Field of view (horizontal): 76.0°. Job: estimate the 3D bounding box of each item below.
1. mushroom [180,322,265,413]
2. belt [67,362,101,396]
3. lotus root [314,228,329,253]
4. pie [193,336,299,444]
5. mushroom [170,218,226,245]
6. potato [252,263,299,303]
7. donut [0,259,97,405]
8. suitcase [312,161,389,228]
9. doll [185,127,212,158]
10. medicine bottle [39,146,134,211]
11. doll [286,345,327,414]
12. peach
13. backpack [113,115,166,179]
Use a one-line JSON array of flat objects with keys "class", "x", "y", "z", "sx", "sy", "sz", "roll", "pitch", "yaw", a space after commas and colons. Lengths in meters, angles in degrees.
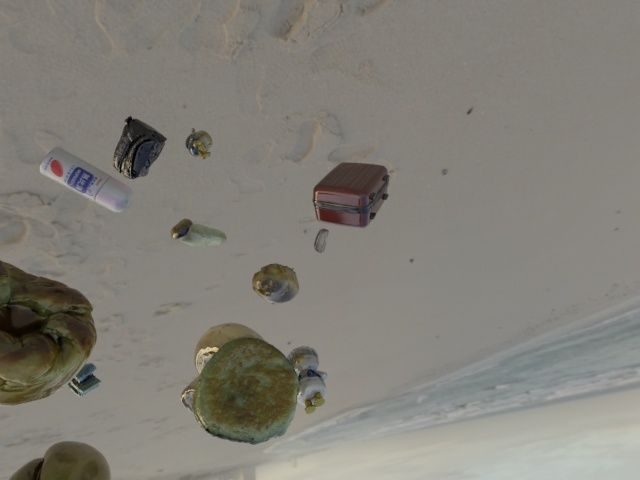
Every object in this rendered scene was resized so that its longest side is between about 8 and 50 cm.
[{"class": "mushroom", "x": -0.340, "y": 0.458, "z": 1.443, "sx": 0.315, "sy": 0.314, "sz": 0.336, "roll": -24, "pitch": -176, "yaw": 25}, {"class": "belt", "x": -0.801, "y": 0.379, "z": 1.272, "sx": 0.072, "sy": 0.303, "sz": 0.087, "roll": -27, "pitch": 135, "yaw": -56}, {"class": "lotus root", "x": 0.000, "y": 0.000, "z": 1.377, "sx": 0.038, "sy": 0.083, "sz": 0.030, "roll": 14, "pitch": -176, "yaw": -17}, {"class": "pie", "x": -0.208, "y": 0.433, "z": 1.198, "sx": 0.324, "sy": 0.322, "sz": 0.070, "roll": 5, "pitch": 149, "yaw": -29}, {"class": "mushroom", "x": -0.517, "y": -0.019, "z": 1.765, "sx": 0.107, "sy": 0.087, "sz": 0.333, "roll": -37, "pitch": 165, "yaw": 7}, {"class": "potato", "x": -0.150, "y": 0.168, "z": 1.461, "sx": 0.164, "sy": 0.081, "sz": 0.200, "roll": -37, "pitch": 142, "yaw": 7}, {"class": "donut", "x": -0.716, "y": 0.201, "z": 0.957, "sx": 0.360, "sy": 0.360, "sz": 0.170, "roll": 22, "pitch": 111, "yaw": -48}, {"class": "suitcase", "x": 0.119, "y": -0.178, "z": 1.550, "sx": 0.237, "sy": 0.297, "sz": 0.161, "roll": 10, "pitch": 125, "yaw": 22}, {"class": "doll", "x": -0.398, "y": -0.320, "z": 1.350, "sx": 0.089, "sy": 0.179, "sz": 0.102, "roll": -34, "pitch": 127, "yaw": -10}, {"class": "medicine bottle", "x": -0.932, "y": -0.235, "z": 1.666, "sx": 0.341, "sy": 0.130, "sz": 0.130, "roll": 32, "pitch": 137, "yaw": -18}, {"class": "doll", "x": -0.046, "y": 0.462, "z": 1.395, "sx": 0.138, "sy": 0.293, "sz": 0.119, "roll": -35, "pitch": 112, "yaw": 3}, {"class": "peach", "x": -0.767, "y": 0.737, "z": 1.190, "sx": 0.292, "sy": 0.247, "sz": 0.292, "roll": -34, "pitch": 179, "yaw": -1}, {"class": "backpack", "x": -0.529, "y": -0.263, "z": 1.193, "sx": 0.165, "sy": 0.120, "sz": 0.106, "roll": -53, "pitch": 173, "yaw": 20}]
